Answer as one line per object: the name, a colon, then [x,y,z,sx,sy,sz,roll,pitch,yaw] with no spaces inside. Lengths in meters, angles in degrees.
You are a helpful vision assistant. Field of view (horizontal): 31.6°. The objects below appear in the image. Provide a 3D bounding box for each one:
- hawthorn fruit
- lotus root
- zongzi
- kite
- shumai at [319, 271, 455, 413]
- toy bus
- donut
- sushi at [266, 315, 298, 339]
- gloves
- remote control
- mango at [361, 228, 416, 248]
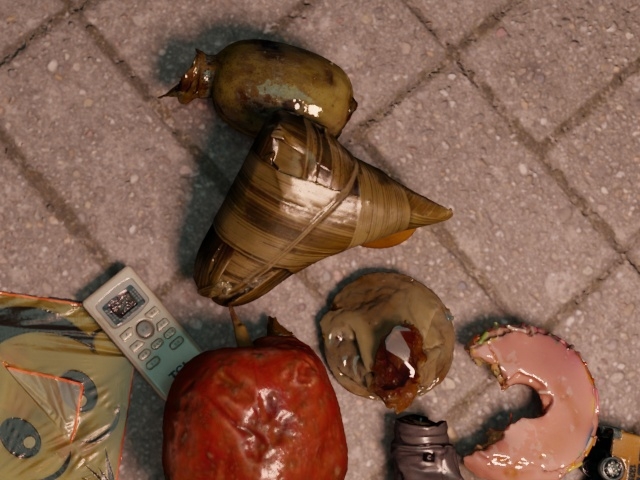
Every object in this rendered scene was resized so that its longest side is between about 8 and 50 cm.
hawthorn fruit: [-0.084,0.251,1.458,0.258,0.258,0.261,14,108,-6]
lotus root: [-0.084,-0.213,1.591,0.278,0.154,0.154,13,79,-3]
zongzi: [0.000,0.000,1.542,0.288,0.134,0.286,24,112,-16]
kite: [-0.387,0.227,1.540,0.377,0.013,0.327,-42,90,-14]
shumai: [0.099,0.139,1.574,0.201,0.120,0.201,1,83,-7]
toy bus: [0.425,0.358,1.600,0.103,0.091,0.182,11,81,-9]
donut: [0.294,0.235,1.604,0.199,0.085,0.232,7,79,-7]
sushi: [-0.049,0.152,1.588,0.050,0.047,0.099,-29,103,-1]
gloves: [0.161,0.376,1.546,0.142,0.119,0.285,-5,72,3]
remote control: [-0.237,0.132,1.563,0.087,0.029,0.190,-40,92,-16]
mango: [0.049,-0.045,1.617,0.184,0.085,0.102,10,86,4]
